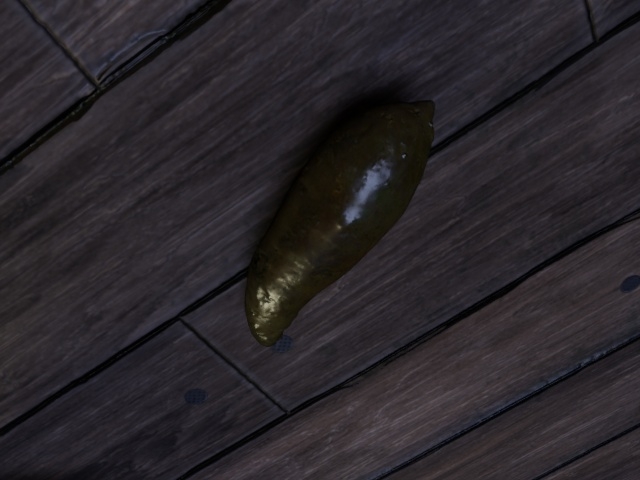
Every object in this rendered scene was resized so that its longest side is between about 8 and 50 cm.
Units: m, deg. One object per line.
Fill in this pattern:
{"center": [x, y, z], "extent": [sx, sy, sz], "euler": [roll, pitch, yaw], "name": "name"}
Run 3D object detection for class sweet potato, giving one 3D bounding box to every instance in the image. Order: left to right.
{"center": [-0.005, 0.002, 0.629], "extent": [0.130, 0.131, 0.423], "euler": [21, 121, -23], "name": "sweet potato"}
